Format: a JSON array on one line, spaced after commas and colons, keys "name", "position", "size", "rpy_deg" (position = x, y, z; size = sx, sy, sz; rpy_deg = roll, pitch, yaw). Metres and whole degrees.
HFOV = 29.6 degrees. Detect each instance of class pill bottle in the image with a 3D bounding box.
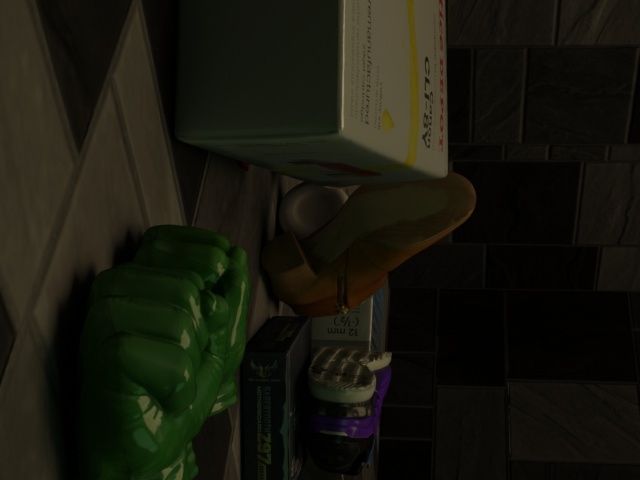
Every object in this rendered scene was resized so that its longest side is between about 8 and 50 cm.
[{"name": "pill bottle", "position": [0.000, 0.000, 1.722], "size": [0.184, 0.103, 0.103], "rpy_deg": [80, 13, -62]}]

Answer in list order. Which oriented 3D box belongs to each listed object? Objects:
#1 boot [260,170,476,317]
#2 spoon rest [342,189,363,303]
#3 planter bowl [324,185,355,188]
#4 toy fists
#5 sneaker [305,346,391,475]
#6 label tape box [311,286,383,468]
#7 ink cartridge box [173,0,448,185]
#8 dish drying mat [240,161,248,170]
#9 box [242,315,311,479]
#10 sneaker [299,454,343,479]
[{"name": "boot", "position": [0.073, 0.011, 1.593], "size": [0.211, 0.295, 0.104], "rpy_deg": [52, 19, -67]}, {"name": "spoon rest", "position": [0.006, -0.026, 1.981], "size": [0.137, 0.084, 0.276], "rpy_deg": [67, 12, -78]}, {"name": "planter bowl", "position": [0.009, -0.155, 1.650], "size": [0.109, 0.162, 0.162], "rpy_deg": [-158, -113, -69]}, {"name": "toy fists", "position": [-0.103, 0.072, 0.856], "size": [0.279, 0.096, 0.142], "rpy_deg": [-60, 149, -74]}, {"name": "sneaker", "position": [0.028, 0.222, 1.551], "size": [0.293, 0.102, 0.146], "rpy_deg": [-24, 118, -79]}, {"name": "label tape box", "position": [0.044, 0.208, 2.124], "size": [0.249, 0.115, 0.348], "rpy_deg": [69, 25, -72]}, {"name": "ink cartridge box", "position": [0.010, -0.211, 1.202], "size": [0.384, 0.160, 0.279], "rpy_deg": [9, 80, -71]}, {"name": "dish drying mat", "position": [-0.085, -0.122, 1.375], "size": [0.032, 0.008, 0.083], "rpy_deg": [51, 41, -79]}, {"name": "box", "position": [-0.050, 0.202, 1.501], "size": [0.233, 0.059, 0.183], "rpy_deg": [-46, 136, -82]}, {"name": "sneaker", "position": [-0.002, 0.309, 1.829], "size": [0.118, 0.083, 0.222], "rpy_deg": [-55, 144, -79]}]
